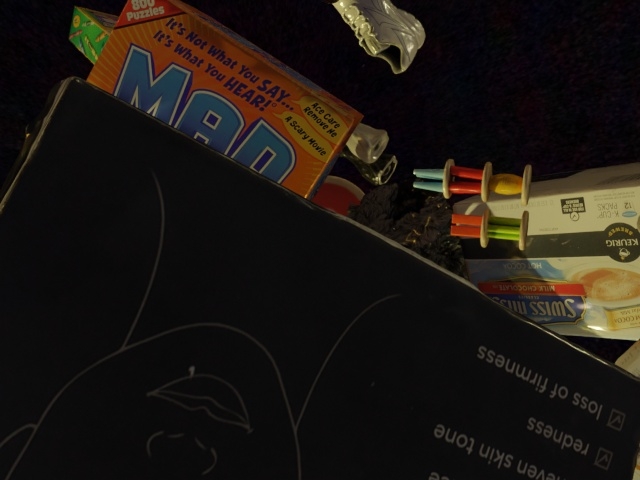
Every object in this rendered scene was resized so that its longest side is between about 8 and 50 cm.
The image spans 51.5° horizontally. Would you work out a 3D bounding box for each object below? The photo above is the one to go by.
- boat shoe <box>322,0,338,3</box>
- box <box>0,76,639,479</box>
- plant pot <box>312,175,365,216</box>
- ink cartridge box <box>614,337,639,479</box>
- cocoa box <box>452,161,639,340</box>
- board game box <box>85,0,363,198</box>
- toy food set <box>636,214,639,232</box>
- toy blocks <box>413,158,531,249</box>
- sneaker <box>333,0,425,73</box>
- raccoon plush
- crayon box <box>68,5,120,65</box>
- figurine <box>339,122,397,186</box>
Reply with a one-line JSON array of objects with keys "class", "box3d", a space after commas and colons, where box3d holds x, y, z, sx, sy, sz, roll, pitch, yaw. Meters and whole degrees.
[{"class": "boat shoe", "box3d": [0.039, -0.478, 1.083, 0.064, 0.060, 0.178, 29, 103, 7]}, {"class": "box", "box3d": [-0.080, 0.227, 0.505, 0.479, 0.297, 0.472, 28, 76, -18]}, {"class": "plant pot", "box3d": [0.000, 0.000, 1.488, 0.274, 0.243, 0.275, 4, 62, -8]}, {"class": "ink cartridge box", "box3d": [0.386, 0.206, 0.768, 0.145, 0.045, 0.179, 41, 110, 3]}, {"class": "cocoa box", "box3d": [0.429, 0.012, 1.055, 0.231, 0.347, 0.228, -19, 99, -37]}, {"class": "board game box", "box3d": [-0.175, -0.150, 1.117, 0.356, 0.356, 0.357, 32, 103, -1]}, {"class": "toy food set", "box3d": [0.465, -0.051, 0.756, 0.104, 0.111, 0.232, 24, 101, -26]}, {"class": "toy blocks", "box3d": [0.199, -0.049, 0.879, 0.148, 0.054, 0.123, 7, 127, 21]}, {"class": "sneaker", "box3d": [0.118, -0.500, 1.505, 0.297, 0.111, 0.130, 31, 61, -24]}, {"class": "raccoon plush", "box3d": [0.131, 0.093, 1.263, 0.446, 0.216, 0.299, -38, 133, -13]}, {"class": "crayon box", "box3d": [-0.427, -0.425, 1.455, 0.165, 0.278, 0.081, 3, 117, -38]}, {"class": "figurine", "box3d": [0.077, -0.253, 1.729, 0.209, 0.215, 0.092, 30, 80, 24]}]
